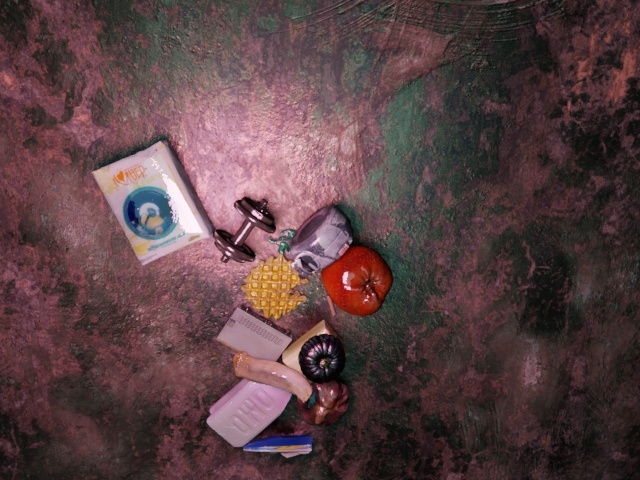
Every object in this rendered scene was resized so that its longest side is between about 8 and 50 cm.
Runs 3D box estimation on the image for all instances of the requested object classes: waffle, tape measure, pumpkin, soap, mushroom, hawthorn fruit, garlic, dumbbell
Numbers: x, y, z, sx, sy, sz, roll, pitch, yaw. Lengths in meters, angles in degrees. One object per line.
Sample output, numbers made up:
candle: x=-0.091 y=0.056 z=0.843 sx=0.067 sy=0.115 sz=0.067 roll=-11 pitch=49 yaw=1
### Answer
waffle: x=-0.182 y=0.188 z=1.865 sx=0.261 sy=0.056 sz=0.250 roll=-38 pitch=103 yaw=8
tape measure: x=0.000 y=0.000 z=1.729 sx=0.275 sy=0.256 sz=0.147 roll=-42 pitch=110 yaw=7
pumpkin: x=0.008 y=0.461 z=1.775 sx=0.194 sy=0.150 sz=0.194 roll=-15 pitch=124 yaw=-23
soap: x=-0.289 y=0.703 z=1.951 sx=0.347 sy=0.115 sz=0.208 roll=-42 pitch=104 yaw=6
mushroom: x=-0.194 y=0.547 z=1.841 sx=0.351 sy=0.095 sz=0.123 roll=19 pitch=110 yaw=16
hawthorn fruit: x=0.129 y=0.141 z=1.780 sx=0.275 sy=0.299 sz=0.275 roll=-21 pitch=128 yaw=-29
garlic: x=0.013 y=0.694 z=1.948 sx=0.245 sy=0.160 sz=0.245 roll=-1 pitch=103 yaw=-4
dumbbell: x=-0.289 y=-0.034 z=1.733 sx=0.192 sy=0.192 sz=0.290 roll=35 pitch=97 yaw=-11

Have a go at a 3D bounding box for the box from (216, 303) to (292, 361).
box: x=-0.275 y=0.402 z=1.908 sx=0.270 sy=0.045 sz=0.211 roll=31 pitch=107 yaw=-10

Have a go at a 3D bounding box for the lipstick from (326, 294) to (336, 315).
lipstick: x=0.045 y=0.274 z=1.920 sx=0.019 sy=0.019 sz=0.094 roll=-16 pitch=103 yaw=0

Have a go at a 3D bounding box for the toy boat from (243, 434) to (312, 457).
toy boat: x=-0.189 y=0.895 z=1.975 sx=0.295 sy=0.129 sz=0.088 roll=6 pitch=72 yaw=-19

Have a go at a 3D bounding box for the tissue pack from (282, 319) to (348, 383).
tissue pack: x=-0.022 y=0.470 z=1.908 sx=0.234 sy=0.125 sz=0.159 roll=-38 pitch=102 yaw=5

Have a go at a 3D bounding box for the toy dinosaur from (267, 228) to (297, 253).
toy dinosaur: x=-0.146 y=0.002 z=1.826 sx=0.132 sy=0.059 sz=0.096 roll=2 pitch=95 yaw=-13

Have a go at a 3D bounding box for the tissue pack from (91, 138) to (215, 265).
tissue pack: x=-0.612 y=-0.141 z=1.699 sx=0.287 sy=0.162 sz=0.388 roll=-24 pitch=104 yaw=-1
